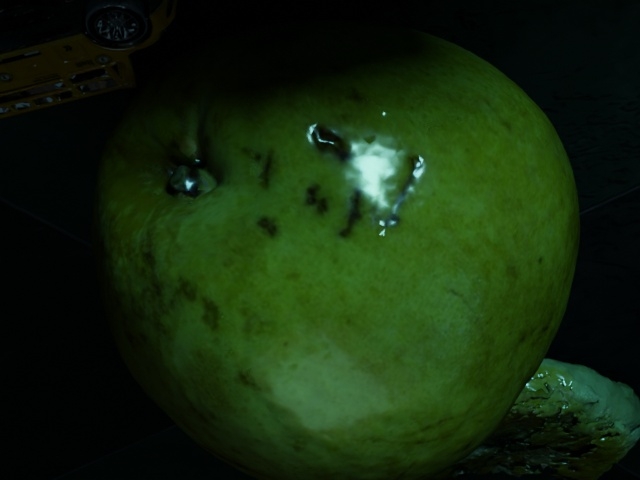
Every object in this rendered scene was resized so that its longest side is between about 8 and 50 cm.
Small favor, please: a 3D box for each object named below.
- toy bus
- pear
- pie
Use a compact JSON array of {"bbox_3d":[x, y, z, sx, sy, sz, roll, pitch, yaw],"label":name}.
[{"bbox_3d":[-0.170,-0.126,0.676,0.195,0.083,0.088,-12,150,11],"label":"toy bus"},{"bbox_3d":[0.000,0.000,0.721,0.304,0.304,0.304,-5,146,-3],"label":"pear"},{"bbox_3d":[0.170,0.214,1.255,0.371,0.078,0.296,-12,145,10],"label":"pie"}]
